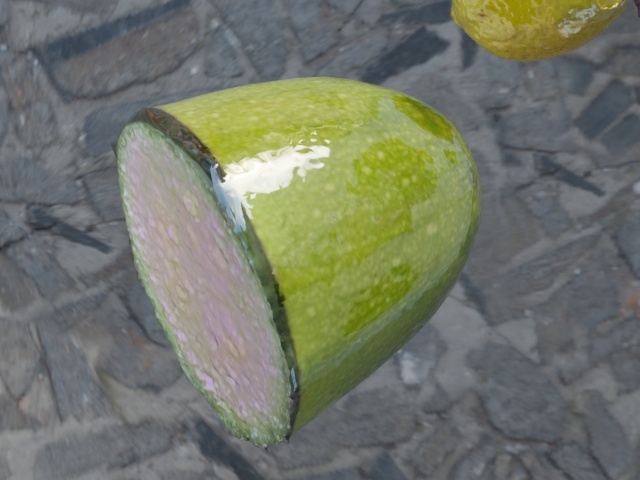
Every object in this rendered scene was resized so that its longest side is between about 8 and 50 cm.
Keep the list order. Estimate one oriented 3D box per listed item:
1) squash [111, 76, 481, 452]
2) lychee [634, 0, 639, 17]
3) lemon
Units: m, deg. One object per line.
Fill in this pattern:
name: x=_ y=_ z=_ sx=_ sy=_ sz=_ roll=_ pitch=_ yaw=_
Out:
squash: x=0.022 y=-0.013 z=1.125 sx=0.309 sy=0.310 sz=0.310 roll=-22 pitch=96 yaw=-23
lychee: x=0.379 y=-0.252 z=1.057 sx=0.261 sy=0.260 sz=0.260 roll=0 pitch=91 yaw=-14
lemon: x=0.233 y=-0.277 z=1.360 sx=0.180 sy=0.180 sz=0.193 roll=41 pitch=109 yaw=-11
